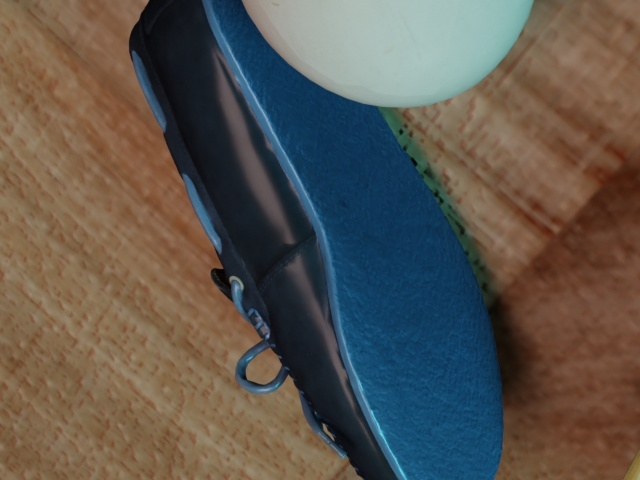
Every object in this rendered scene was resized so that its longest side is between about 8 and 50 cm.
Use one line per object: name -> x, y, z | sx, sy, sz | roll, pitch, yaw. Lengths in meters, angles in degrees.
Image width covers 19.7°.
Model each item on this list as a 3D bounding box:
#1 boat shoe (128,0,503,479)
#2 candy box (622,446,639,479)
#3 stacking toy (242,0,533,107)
boat shoe -> 0.000, 0.000, 0.808 | 0.089, 0.109, 0.258 | -22, 88, 47
candy box -> 0.237, 0.041, 0.660 | 0.183, 0.087, 0.316 | 29, 135, 13
stacking toy -> -0.020, -0.237, 0.580 | 0.350, 0.350, 0.480 | 2, 136, 32
